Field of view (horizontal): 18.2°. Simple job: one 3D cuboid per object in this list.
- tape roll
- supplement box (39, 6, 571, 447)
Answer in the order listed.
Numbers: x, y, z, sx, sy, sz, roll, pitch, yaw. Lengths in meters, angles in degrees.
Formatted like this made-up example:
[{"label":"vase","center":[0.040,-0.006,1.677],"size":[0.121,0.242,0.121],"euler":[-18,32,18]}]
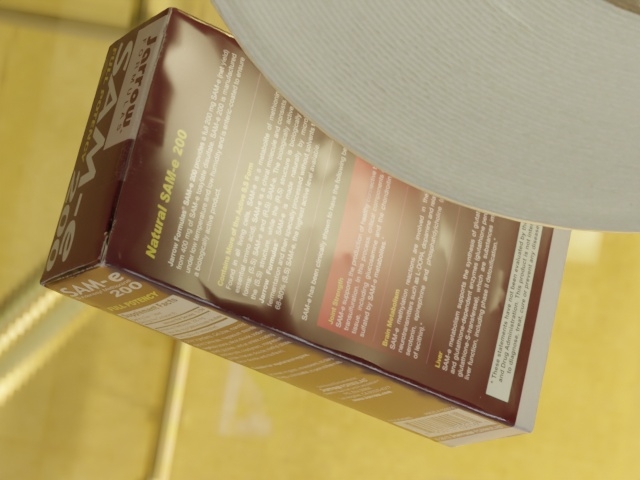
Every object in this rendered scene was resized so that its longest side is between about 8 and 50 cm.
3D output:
[{"label":"tape roll","center":[0.135,-0.165,0.580],"size":[0.072,0.392,0.392],"euler":[-109,-159,-47]},{"label":"supplement box","center":[0.000,0.000,0.955],"size":[0.073,0.239,0.130],"euler":[-19,-128,56]}]
